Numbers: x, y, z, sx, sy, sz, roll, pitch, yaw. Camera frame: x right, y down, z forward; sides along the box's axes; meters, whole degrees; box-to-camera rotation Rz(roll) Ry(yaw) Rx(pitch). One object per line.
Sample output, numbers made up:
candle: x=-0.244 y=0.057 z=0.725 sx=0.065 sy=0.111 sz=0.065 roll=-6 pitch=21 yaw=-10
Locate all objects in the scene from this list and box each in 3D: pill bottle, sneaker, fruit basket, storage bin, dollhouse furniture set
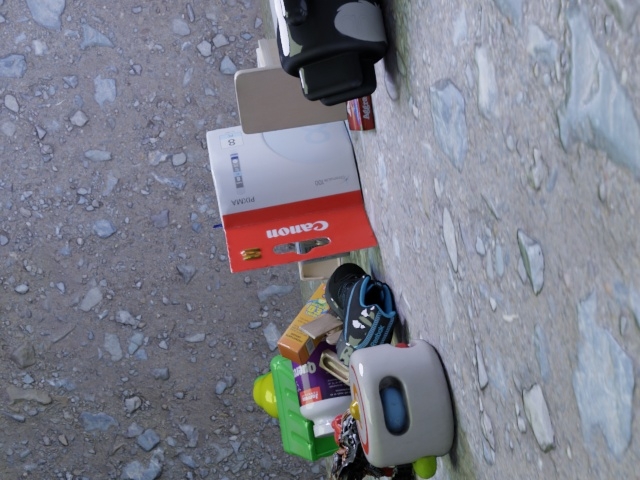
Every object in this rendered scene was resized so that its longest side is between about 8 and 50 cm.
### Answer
pill bottle: x=0.015 y=0.399 z=2.313 sx=0.181 sy=0.181 sz=0.323 roll=97 pitch=162 yaw=-70
sneaker: x=0.096 y=0.123 z=1.601 sx=0.341 sy=0.125 sz=0.140 roll=-105 pitch=35 yaw=-62
fruit basket: x=-0.058 y=0.531 z=2.703 sx=0.392 sy=0.282 sz=0.392 roll=167 pitch=90 yaw=-70
storage bin: x=-0.031 y=-0.052 z=2.323 sx=0.262 sy=0.123 sz=0.260 roll=-111 pitch=13 yaw=-61
dollhouse furniture set: x=0.021 y=0.309 z=2.137 sx=0.144 sy=0.123 sz=0.151 roll=30 pitch=119 yaw=30

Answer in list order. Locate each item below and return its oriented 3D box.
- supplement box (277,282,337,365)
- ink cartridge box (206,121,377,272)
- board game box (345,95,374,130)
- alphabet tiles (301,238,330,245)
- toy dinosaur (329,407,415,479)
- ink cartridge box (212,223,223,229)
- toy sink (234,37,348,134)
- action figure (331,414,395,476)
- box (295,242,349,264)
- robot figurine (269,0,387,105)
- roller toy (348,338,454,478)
supplement box: x=-0.023 y=0.232 z=2.228 sx=0.233 sy=0.078 sz=0.080 roll=-52 pitch=-33 yaw=-31
ink cartridge box: x=-0.070 y=-0.118 z=1.693 sx=0.385 sy=0.308 sz=0.091 roll=-106 pitch=8 yaw=-46
board game box: x=0.057 y=-0.347 z=1.488 sx=0.145 sy=0.027 sz=0.281 roll=-127 pitch=28 yaw=-80
alphabet tiles: x=-0.055 y=-0.011 z=1.869 sx=0.278 sy=0.284 sz=0.021 roll=-157 pitch=73 yaw=-82
toy dinosaur: x=0.088 y=0.416 z=1.677 sx=0.218 sy=0.164 sz=0.322 roll=-123 pitch=27 yaw=-66
ink cartridge box: x=-0.099 y=-0.083 z=1.908 sx=0.165 sy=0.332 sz=0.065 roll=-152 pitch=53 yaw=-81
toy sink: x=-0.064 y=-0.333 z=1.667 sx=0.131 sy=0.234 sz=0.153 roll=-106 pitch=8 yaw=-46
action figure: x=0.127 y=0.463 z=1.882 sx=0.280 sy=0.139 sz=0.092 roll=10 pitch=108 yaw=60
box: x=0.000 y=0.000 z=2.092 sx=0.137 sy=0.126 sz=0.072 roll=-117 pitch=18 yaw=-70
robot figurine: x=0.007 y=-0.355 z=1.236 sx=0.209 sy=0.173 sz=0.278 roll=156 pitch=105 yaw=-77
roller toy: x=0.118 y=0.258 z=1.271 sx=0.209 sy=0.146 sz=0.191 roll=-107 pitch=10 yaw=-55
